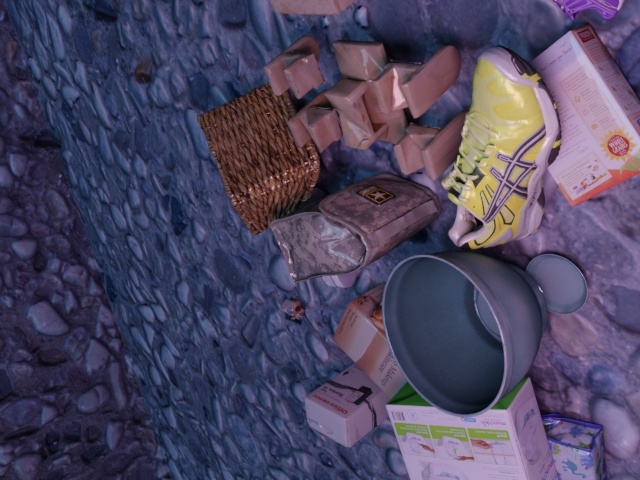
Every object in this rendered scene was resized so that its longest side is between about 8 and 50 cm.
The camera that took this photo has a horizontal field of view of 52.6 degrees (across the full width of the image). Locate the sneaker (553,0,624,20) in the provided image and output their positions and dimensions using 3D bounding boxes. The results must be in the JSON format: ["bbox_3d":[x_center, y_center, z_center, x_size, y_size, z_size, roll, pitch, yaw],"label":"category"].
[{"bbox_3d":[0.360,-0.365,0.957,0.170,0.068,0.071,32,138,33],"label":"sneaker"}]

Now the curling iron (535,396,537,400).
[{"bbox_3d":[0.416,0.447,1.352,0.035,0.068,0.273,17,111,41],"label":"curling iron"}]

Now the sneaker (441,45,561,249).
[{"bbox_3d":[0.277,-0.121,1.035,0.145,0.147,0.384,51,163,46],"label":"sneaker"}]

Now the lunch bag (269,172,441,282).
[{"bbox_3d":[0.077,-0.032,1.340,0.287,0.235,0.168,-12,102,52],"label":"lunch bag"}]

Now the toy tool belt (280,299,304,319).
[{"bbox_3d":[-0.069,0.195,1.807,0.083,0.052,0.051,15,153,48],"label":"toy tool belt"}]

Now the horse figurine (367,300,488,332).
[{"bbox_3d":[0.242,0.178,1.347,0.263,0.066,0.174,39,98,17],"label":"horse figurine"}]

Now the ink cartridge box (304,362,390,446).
[{"bbox_3d":[0.085,0.399,1.607,0.153,0.209,0.086,15,121,44],"label":"ink cartridge box"}]

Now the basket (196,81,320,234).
[{"bbox_3d":[-0.122,-0.188,1.532,0.299,0.223,0.213,64,180,30],"label":"basket"}]

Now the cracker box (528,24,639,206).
[{"bbox_3d":[0.404,-0.190,1.006,0.232,0.067,0.156,59,143,4],"label":"cracker box"}]

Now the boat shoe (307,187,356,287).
[{"bbox_3d":[0.000,0.000,1.566,0.084,0.095,0.257,-9,103,47],"label":"boat shoe"}]

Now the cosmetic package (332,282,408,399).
[{"bbox_3d":[0.184,0.259,1.474,0.296,0.129,0.153,42,136,24],"label":"cosmetic package"}]

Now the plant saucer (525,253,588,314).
[{"bbox_3d":[0.429,0.076,1.170,0.119,0.021,0.119,28,131,38],"label":"plant saucer"}]

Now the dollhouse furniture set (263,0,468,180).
[{"bbox_3d":[0.097,-0.364,1.199,0.362,0.256,0.394,20,147,43],"label":"dollhouse furniture set"}]

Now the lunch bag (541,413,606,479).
[{"bbox_3d":[0.468,0.415,1.263,0.151,0.096,0.128,2,113,39],"label":"lunch bag"}]

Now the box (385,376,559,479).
[{"bbox_3d":[0.290,0.393,1.250,0.262,0.127,0.230,-11,103,40],"label":"box"}]

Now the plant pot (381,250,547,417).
[{"bbox_3d":[0.282,0.144,1.175,0.293,0.196,0.292,29,126,48],"label":"plant pot"}]
